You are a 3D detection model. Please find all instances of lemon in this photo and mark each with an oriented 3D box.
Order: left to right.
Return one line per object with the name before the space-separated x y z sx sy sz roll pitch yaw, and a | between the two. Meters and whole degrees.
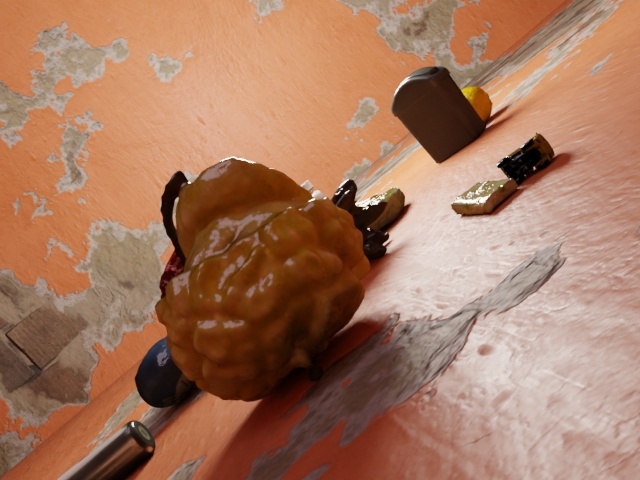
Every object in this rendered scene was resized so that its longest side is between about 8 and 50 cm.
lemon | 0.407 -0.360 2.056 0.155 0.114 0.114 -35 8 39

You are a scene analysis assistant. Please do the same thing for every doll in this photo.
doll | -0.312 0.265 1.700 0.258 0.154 0.228 -61 -6 -32

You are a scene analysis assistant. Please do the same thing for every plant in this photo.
plant | 0.000 0.000 1.564 0.194 0.181 0.320 -34 1 -38

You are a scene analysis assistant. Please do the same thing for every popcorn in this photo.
popcorn | -0.109 0.052 1.130 0.349 0.381 0.349 -43 -11 -10

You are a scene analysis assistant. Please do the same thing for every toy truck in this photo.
toy truck | 0.328 -0.131 1.174 0.083 0.049 0.054 -37 5 35

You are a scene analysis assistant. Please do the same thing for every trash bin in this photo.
trash bin | 0.303 -0.341 1.963 0.176 0.236 0.101 -35 7 43

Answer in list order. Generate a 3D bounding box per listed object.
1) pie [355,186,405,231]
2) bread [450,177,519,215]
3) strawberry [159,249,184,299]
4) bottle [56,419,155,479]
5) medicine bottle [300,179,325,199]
pie | 0.081 -0.036 1.814 0.302 0.067 0.302 -35 8 6
bread | 0.267 -0.072 1.217 0.068 0.028 0.153 -39 8 -6
strawberry | -0.236 0.049 1.902 0.317 0.295 0.345 4 -57 -39
bottle | -0.427 0.449 1.412 0.253 0.079 0.096 -40 -32 -2
medicine bottle | -0.012 -0.084 2.232 0.103 0.187 0.103 -39 6 4
